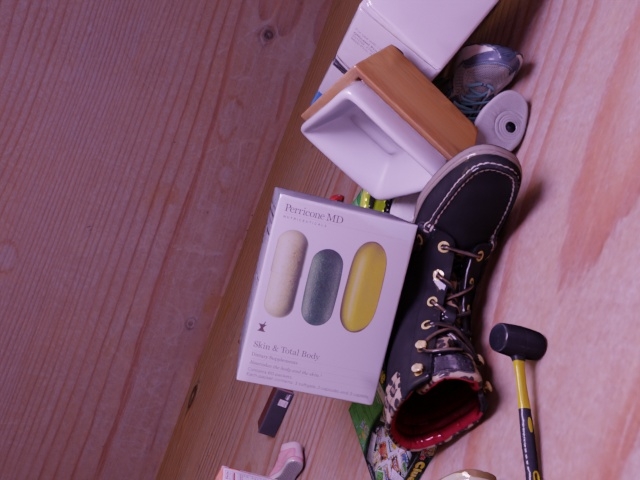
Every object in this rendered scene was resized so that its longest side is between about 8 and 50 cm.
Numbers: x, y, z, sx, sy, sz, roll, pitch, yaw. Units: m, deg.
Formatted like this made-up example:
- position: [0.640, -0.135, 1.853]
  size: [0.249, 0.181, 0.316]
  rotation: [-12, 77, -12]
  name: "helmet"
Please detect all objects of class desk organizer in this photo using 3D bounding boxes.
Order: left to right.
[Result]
- position: [-0.116, 0.427, 1.521]
  size: [0.050, 0.047, 0.130]
  rotation: [-122, 54, -73]
  name: "desk organizer"

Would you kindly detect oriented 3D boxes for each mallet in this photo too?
- position: [0.242, 0.188, 0.688]
  size: [0.039, 0.062, 0.190]
  rotation: [134, 138, -54]
  name: "mallet"

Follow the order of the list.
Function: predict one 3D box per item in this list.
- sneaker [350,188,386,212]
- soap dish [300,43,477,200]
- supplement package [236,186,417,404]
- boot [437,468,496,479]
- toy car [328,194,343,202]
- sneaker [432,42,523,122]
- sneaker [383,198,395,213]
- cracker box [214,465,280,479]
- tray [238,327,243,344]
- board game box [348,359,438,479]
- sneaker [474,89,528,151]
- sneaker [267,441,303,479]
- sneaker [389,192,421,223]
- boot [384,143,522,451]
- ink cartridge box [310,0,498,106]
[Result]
- position: [0.087, 0.005, 1.318]
  size: [0.295, 0.109, 0.123]
  rotation: [-65, 8, -13]
  name: "sneaker"
- position: [0.105, -0.181, 0.980]
  size: [0.118, 0.229, 0.291]
  rotation: [-52, 12, -12]
  name: "soap dish"
- position: [0.000, 0.072, 0.900]
  size: [0.198, 0.199, 0.263]
  rotation: [-126, 49, -80]
  name: "supplement package"
- position: [0.138, 0.383, 0.694]
  size: [0.213, 0.077, 0.165]
  rotation: [-52, 24, 38]
  name: "boot"
- position: [0.000, 0.000, 1.671]
  size: [0.239, 0.053, 0.225]
  rotation: [-62, 17, 24]
  name: "toy car"
- position: [0.265, -0.245, 1.060]
  size: [0.283, 0.110, 0.122]
  rotation: [137, 145, -75]
  name: "sneaker"
- position: [0.160, -0.093, 1.195]
  size: [0.232, 0.090, 0.081]
  rotation: [-60, 18, 26]
  name: "sneaker"
- position: [-0.091, 0.488, 1.022]
  size: [0.067, 0.232, 0.156]
  rotation: [-101, 35, -63]
  name: "cracker box"
- position: [-0.151, 0.256, 1.809]
  size: [0.411, 0.076, 0.203]
  rotation: [178, 112, -74]
  name: "tray"
- position: [0.109, 0.302, 0.976]
  size: [0.260, 0.030, 0.136]
  rotation: [-114, 45, -68]
  name: "board game box"
- position: [0.252, -0.135, 0.974]
  size: [0.217, 0.079, 0.121]
  rotation: [-64, 7, -7]
  name: "sneaker"
- position: [-0.077, 0.492, 1.306]
  size: [0.134, 0.051, 0.070]
  rotation: [-56, 18, 28]
  name: "sneaker"
- position: [0.200, -0.075, 1.096]
  size: [0.094, 0.080, 0.212]
  rotation: [53, 126, 47]
  name: "sneaker"
- position: [0.177, 0.085, 0.826]
  size: [0.284, 0.138, 0.377]
  rotation: [-86, 20, -49]
  name: "boot"
- position: [0.159, -0.370, 1.099]
  size: [0.285, 0.166, 0.395]
  rotation: [-52, 3, -14]
  name: "ink cartridge box"
